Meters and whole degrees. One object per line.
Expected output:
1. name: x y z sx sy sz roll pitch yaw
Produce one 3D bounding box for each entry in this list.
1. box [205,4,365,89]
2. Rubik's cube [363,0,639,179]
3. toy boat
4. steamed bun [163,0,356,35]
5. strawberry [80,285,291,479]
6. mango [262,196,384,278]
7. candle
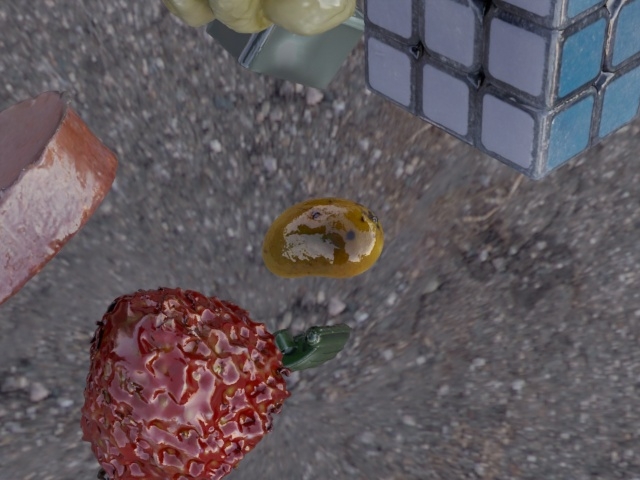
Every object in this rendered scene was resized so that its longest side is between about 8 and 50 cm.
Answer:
1. box: -0.052 -0.332 1.777 0.163 0.243 0.135 45 115 34
2. Rubik's cube: 0.251 -0.302 1.379 0.301 0.305 0.303 -32 46 -30
3. toy boat: -0.015 0.135 1.468 0.104 0.210 0.052 -31 80 15
4. steamed bun: -0.034 -0.311 0.836 0.230 0.372 0.325 28 98 -35
5. strawberry: -0.167 0.127 1.139 0.233 0.178 0.234 -11 53 16
6. mango: 0.001 -0.003 1.620 0.178 0.090 0.115 -1 106 21
7. candle: -0.364 -0.006 1.218 0.317 0.287 0.131 -22 124 25
